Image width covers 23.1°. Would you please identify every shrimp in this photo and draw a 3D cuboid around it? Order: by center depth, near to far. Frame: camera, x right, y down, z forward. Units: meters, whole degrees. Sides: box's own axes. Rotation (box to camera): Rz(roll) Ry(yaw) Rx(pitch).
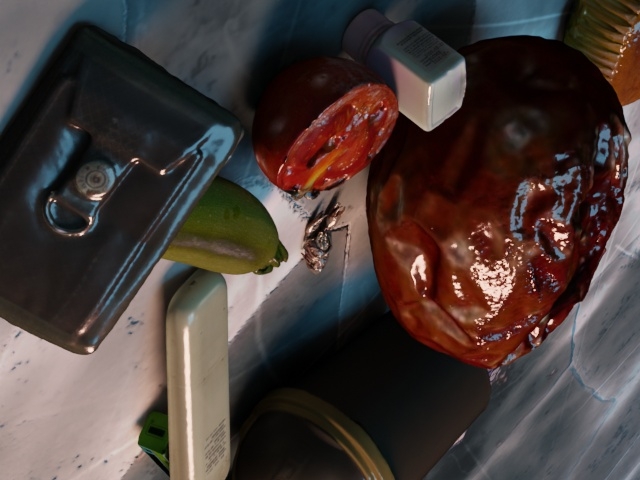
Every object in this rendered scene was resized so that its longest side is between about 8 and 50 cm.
[{"bbox_3d":[-0.002,-0.002,1.685,0.038,0.029,0.092,-9,128,-42],"label":"shrimp"}]

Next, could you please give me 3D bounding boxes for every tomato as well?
[{"bbox_3d":[-0.006,-0.114,1.452,0.139,0.091,0.159,-53,153,18],"label":"tomato"}]

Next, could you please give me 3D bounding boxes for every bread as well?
[{"bbox_3d":[0.372,-0.254,1.847,0.199,0.104,0.199,-39,152,-25],"label":"bread"}]

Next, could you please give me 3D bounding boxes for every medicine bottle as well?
[{"bbox_3d":[0.079,-0.167,1.481,0.055,0.118,0.074,-39,151,-22],"label":"medicine bottle"}]

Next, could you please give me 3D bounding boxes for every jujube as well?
[{"bbox_3d":[0.185,-0.038,1.658,0.276,0.276,0.376,-37,143,-25],"label":"jujube"}]

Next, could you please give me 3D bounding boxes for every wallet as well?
[{"bbox_3d":[-0.186,-0.033,1.248,0.169,0.052,0.245,31,101,-26],"label":"wallet"}]

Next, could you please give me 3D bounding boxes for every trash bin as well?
[{"bbox_3d":[0.040,0.235,1.857,0.334,0.214,0.214,-37,152,-32],"label":"trash bin"}]

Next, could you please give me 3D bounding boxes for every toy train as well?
[{"bbox_3d":[-0.155,0.246,1.754,0.044,0.042,0.209,-65,160,-19],"label":"toy train"}]

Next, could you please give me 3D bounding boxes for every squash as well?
[{"bbox_3d":[-0.107,-0.018,1.428,0.094,0.094,0.341,-55,151,11],"label":"squash"}]

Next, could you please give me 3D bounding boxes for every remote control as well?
[{"bbox_3d":[-0.126,0.161,1.630,0.090,0.038,0.309,-48,151,-43],"label":"remote control"}]

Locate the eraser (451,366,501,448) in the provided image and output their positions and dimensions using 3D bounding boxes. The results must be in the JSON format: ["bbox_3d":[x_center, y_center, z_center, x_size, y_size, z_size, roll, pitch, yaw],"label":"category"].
[{"bbox_3d":[0.187,0.174,2.149,0.130,0.086,0.287,-18,140,-50],"label":"eraser"}]
